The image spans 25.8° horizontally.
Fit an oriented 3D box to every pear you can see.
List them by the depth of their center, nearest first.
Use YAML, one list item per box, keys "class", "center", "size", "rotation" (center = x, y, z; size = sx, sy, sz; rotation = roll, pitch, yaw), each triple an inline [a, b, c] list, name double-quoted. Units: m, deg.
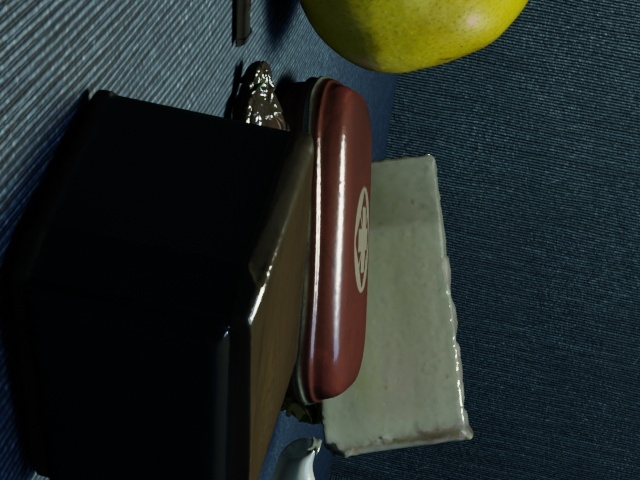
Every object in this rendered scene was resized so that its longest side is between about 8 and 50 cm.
- class: "pear"
  center: [0.094, -0.313, 1.512]
  size: [0.336, 0.285, 0.285]
  rotation: [-41, 145, -56]

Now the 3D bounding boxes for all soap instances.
- class: "soap"
  center: [0.099, 0.102, 2.117]
  size: [0.350, 0.213, 0.435]
  rotation: [53, 30, -79]

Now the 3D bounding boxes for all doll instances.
- class: "doll"
  center: [-0.064, -0.107, 1.432]
  size: [0.139, 0.057, 0.165]
  rotation: [-57, 154, -66]
- class: "doll"
  center: [-0.030, 0.230, 2.084]
  size: [0.078, 0.113, 0.077]
  rotation: [40, 71, -80]

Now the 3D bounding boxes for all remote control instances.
- class: "remote control"
  center: [-0.071, -0.221, 1.305]
  size: [0.091, 0.016, 0.034]
  rotation: [96, 4, -50]

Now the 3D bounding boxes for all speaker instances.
- class: "speaker"
  center: [-0.098, 0.047, 0.919]
  size: [0.231, 0.153, 0.192]
  rotation: [95, 10, -48]

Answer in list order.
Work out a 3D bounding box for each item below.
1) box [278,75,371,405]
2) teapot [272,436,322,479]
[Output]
- class: "box"
  center: [0.000, 0.000, 1.727]
  size: [0.263, 0.108, 0.404]
  rotation: [-14, 106, -81]
- class: "teapot"
  center: [-0.108, 0.353, 1.162]
  size: [0.424, 0.252, 0.280]
  rotation: [-51, 127, -25]
